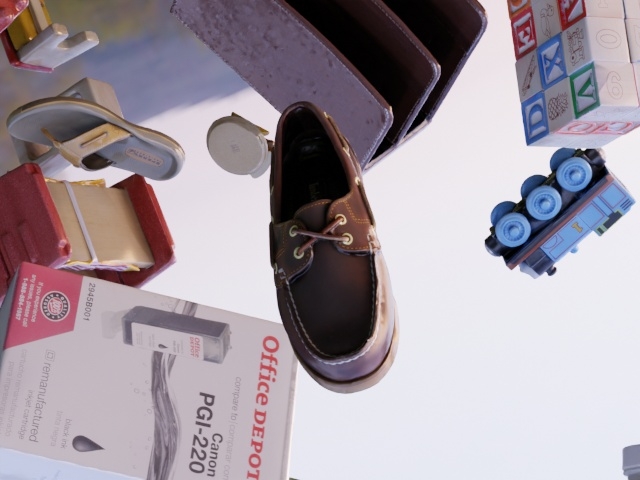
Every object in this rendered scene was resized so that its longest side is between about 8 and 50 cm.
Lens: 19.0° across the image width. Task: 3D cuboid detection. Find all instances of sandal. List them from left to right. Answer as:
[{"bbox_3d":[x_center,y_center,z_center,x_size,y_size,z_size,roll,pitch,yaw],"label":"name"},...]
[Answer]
[{"bbox_3d":[-0.215,-0.090,1.848,0.072,0.180,0.049,-47,-149,44],"label":"sandal"}]

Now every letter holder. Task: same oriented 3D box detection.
[{"bbox_3d":[0.012,-0.260,2.157,0.152,0.302,0.214,-38,166,-40],"label":"letter holder"}]

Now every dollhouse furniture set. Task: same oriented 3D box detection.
[{"bbox_3d":[-0.314,-0.106,1.967,0.152,0.374,0.201,-30,162,26],"label":"dollhouse furniture set"}]

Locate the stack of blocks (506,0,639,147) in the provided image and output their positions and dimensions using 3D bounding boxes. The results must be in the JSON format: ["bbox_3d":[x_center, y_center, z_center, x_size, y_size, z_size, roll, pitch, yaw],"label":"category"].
[{"bbox_3d":[0.251,-0.251,1.773,0.087,0.297,0.171,0,166,-25],"label":"stack of blocks"}]

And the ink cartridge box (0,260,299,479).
[{"bbox_3d":[-0.131,0.122,1.364,0.092,0.218,0.158,124,-24,-52],"label":"ink cartridge box"}]

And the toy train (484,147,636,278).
[{"bbox_3d":[0.284,-0.031,2.282,0.184,0.105,0.080,-43,-167,10],"label":"toy train"}]

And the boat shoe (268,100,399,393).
[{"bbox_3d":[0.000,0.000,1.190,0.073,0.073,0.207,-16,-134,2],"label":"boat shoe"}]

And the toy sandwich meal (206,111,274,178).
[{"bbox_3d":[-0.092,-0.113,2.233,0.086,0.085,0.029,-19,-161,30],"label":"toy sandwich meal"}]

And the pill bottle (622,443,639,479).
[{"bbox_3d":[0.357,0.312,1.986,0.108,0.193,0.108,1,164,0],"label":"pill bottle"}]

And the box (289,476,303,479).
[{"bbox_3d":[-0.007,0.362,2.483,0.232,0.058,0.087,7,-110,35],"label":"box"}]
